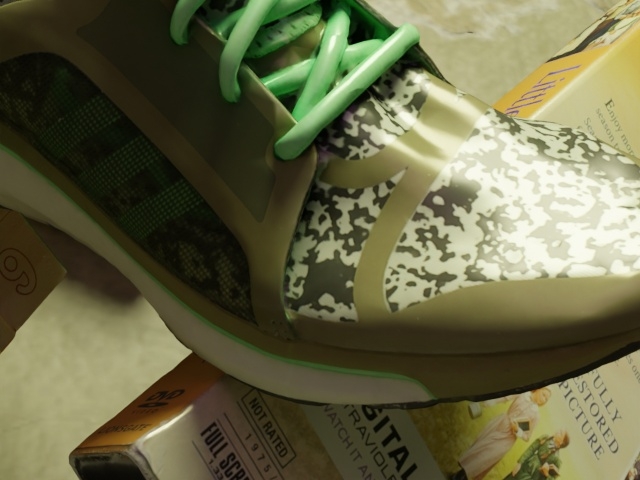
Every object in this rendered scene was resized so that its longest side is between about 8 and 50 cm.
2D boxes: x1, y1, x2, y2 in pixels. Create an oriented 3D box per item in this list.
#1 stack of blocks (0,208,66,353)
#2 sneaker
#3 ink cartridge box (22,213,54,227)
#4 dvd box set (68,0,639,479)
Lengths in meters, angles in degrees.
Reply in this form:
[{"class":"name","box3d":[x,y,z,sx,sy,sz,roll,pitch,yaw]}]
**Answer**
[{"class":"stack of blocks","box3d":[-0.271,0.087,0.644,0.087,0.171,0.297,56,49,-25]},{"class":"sneaker","box3d":[-0.045,-0.076,0.549,0.410,0.182,0.158,22,48,23]},{"class":"ink cartridge box","box3d":[-0.120,-0.097,0.884,0.140,0.082,0.190,21,50,3]},{"class":"dvd box set","box3d":[0.120,0.096,0.692,0.420,0.062,0.307,-40,108,-33]}]
